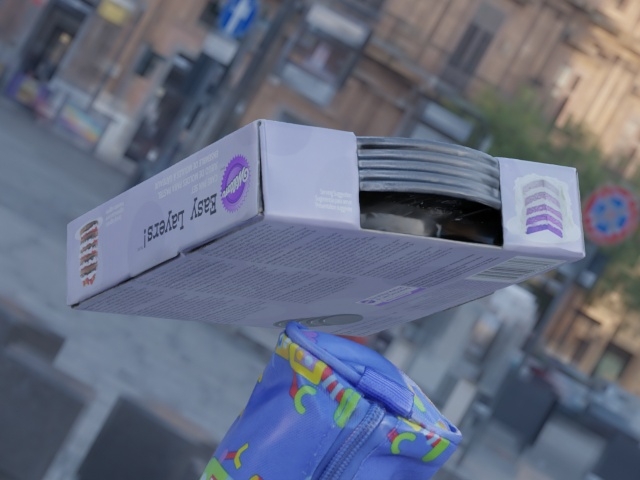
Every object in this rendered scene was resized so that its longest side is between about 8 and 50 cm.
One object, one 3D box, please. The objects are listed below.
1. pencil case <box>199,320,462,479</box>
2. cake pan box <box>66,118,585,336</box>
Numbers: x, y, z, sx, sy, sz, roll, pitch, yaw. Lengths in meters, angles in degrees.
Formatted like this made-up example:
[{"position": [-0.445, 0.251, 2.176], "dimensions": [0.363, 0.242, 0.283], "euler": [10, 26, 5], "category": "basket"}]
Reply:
[{"position": [-0.040, 0.197, 1.066], "dimensions": [0.119, 0.306, 0.133], "euler": [31, -4, -12], "category": "pencil case"}, {"position": [0.000, 0.000, 1.250], "dimensions": [0.246, 0.070, 0.267], "euler": [5, -16, -32], "category": "cake pan box"}]
